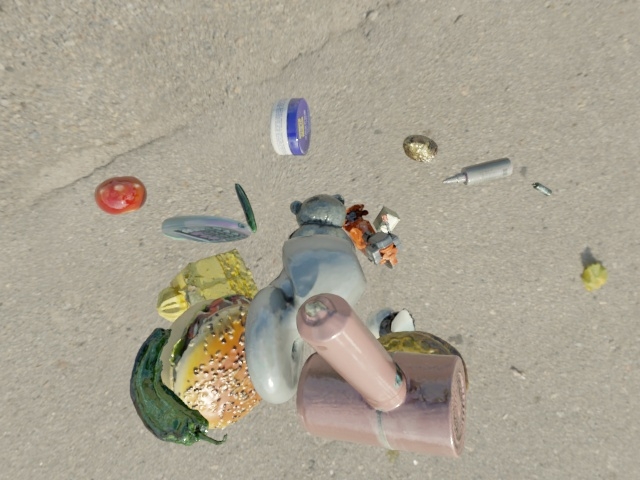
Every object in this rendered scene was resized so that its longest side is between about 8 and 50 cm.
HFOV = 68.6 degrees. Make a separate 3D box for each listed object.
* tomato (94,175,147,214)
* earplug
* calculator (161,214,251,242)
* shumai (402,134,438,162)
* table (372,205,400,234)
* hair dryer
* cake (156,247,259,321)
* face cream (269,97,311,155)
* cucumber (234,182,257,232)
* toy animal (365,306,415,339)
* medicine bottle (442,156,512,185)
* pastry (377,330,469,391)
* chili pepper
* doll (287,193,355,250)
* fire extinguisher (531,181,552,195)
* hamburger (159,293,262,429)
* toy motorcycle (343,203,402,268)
[{"bbox_3d":[-0.752,-0.168,1.774,0.195,0.195,0.136,-12,94,-5],"label":"tomato"},{"bbox_3d":[-0.037,0.138,0.874,0.175,0.214,0.325,23,79,19],"label":"earplug"},{"bbox_3d":[-0.315,-0.029,1.265,0.186,0.299,0.041,19,73,-49],"label":"calculator"},{"bbox_3d":[0.417,-0.388,1.924,0.139,0.105,0.123,34,75,-6],"label":"shumai"},{"bbox_3d":[0.254,-0.073,1.804,0.062,0.079,0.083,26,110,-17],"label":"table"},{"bbox_3d":[0.039,0.150,0.554,0.211,0.352,0.125,-3,55,26],"label":"hair dryer"},{"bbox_3d":[-0.394,0.191,1.617,0.286,0.227,0.222,-20,78,-45],"label":"cake"},{"bbox_3d":[-0.109,-0.408,1.696,0.111,0.206,0.205,0,95,13],"label":"face cream"},{"bbox_3d":[-0.257,-0.114,1.631,0.036,0.033,0.184,-19,91,8],"label":"cucumber"},{"bbox_3d":[0.256,0.313,1.754,0.138,0.179,0.165,-10,101,-42],"label":"toy animal"},{"bbox_3d":[0.453,-0.194,1.368,0.199,0.057,0.057,-14,96,-1],"label":"medicine bottle"},{"bbox_3d":[0.209,0.324,1.080,0.240,0.132,0.235,7,80,27],"label":"pastry"},{"bbox_3d":[-0.253,0.276,0.811,0.279,0.065,0.122,40,96,35],"label":"chili pepper"},{"bbox_3d":[-0.003,0.000,1.618,0.246,0.158,0.340,0,74,-20],"label":"doll"},{"bbox_3d":[0.738,-0.177,1.579,0.083,0.038,0.025,23,91,-23],"label":"fire extinguisher"},{"bbox_3d":[-0.216,0.267,1.053,0.300,0.176,0.300,-11,105,-47],"label":"hamburger"},{"bbox_3d":[0.176,-0.020,1.776,0.148,0.326,0.221,-32,120,-14],"label":"toy motorcycle"}]
